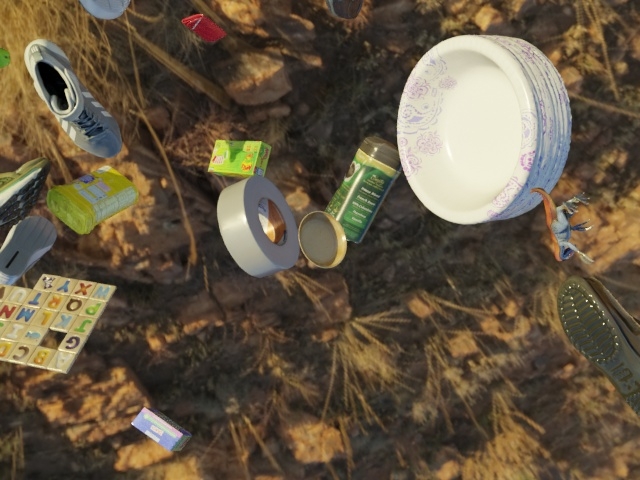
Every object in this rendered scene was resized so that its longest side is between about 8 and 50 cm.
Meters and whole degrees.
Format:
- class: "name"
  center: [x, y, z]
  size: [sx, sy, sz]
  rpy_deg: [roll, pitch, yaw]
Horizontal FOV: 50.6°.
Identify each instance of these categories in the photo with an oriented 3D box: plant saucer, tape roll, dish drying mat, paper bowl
- class: "plant saucer"
  center: [0.000, 0.000, 0.962]
  size: [0.083, 0.083, 0.015]
  rpy_deg: [9, 161, -34]
- class: "tape roll"
  center: [-0.134, -0.031, 1.500]
  size: [0.072, 0.219, 0.219]
  rpy_deg: [-20, 142, 24]
- class: "dish drying mat"
  center: [-0.155, -0.285, 0.913]
  size: [0.032, 0.008, 0.083]
  rpy_deg: [-17, 175, 12]
- class: "paper bowl"
  center: [0.263, -0.172, 1.058]
  size: [0.148, 0.284, 0.284]
  rpy_deg: [-8, 134, -32]

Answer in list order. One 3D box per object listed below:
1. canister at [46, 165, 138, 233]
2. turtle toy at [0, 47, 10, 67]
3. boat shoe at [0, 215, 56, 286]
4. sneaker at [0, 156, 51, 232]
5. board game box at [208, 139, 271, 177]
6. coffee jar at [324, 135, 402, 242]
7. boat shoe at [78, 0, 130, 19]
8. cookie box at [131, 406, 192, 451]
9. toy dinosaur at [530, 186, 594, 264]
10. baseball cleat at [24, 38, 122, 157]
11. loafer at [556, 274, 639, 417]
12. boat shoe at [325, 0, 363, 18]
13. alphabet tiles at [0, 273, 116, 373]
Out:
- class: "canister"
  center: [-0.525, -0.099, 1.574]
  size: [0.170, 0.126, 0.073]
  rpy_deg: [-41, 163, -50]
- class: "turtle toy"
  center: [-0.707, -0.364, 1.395]
  size: [0.130, 0.095, 0.066]
  rpy_deg: [-23, 166, -34]
- class: "boat shoe"
  center: [-0.795, 0.034, 1.776]
  size: [0.109, 0.302, 0.094]
  rpy_deg: [41, 114, -15]
- class: "sneaker"
  center: [-0.739, -0.092, 1.398]
  size: [0.158, 0.182, 0.410]
  rpy_deg: [-46, -179, 45]
- class: "board game box"
  center: [-0.221, -0.221, 1.840]
  size: [0.043, 0.181, 0.092]
  rpy_deg: [20, 81, -49]
- class: "coffee jar"
  center: [0.078, -0.093, 1.205]
  size: [0.079, 0.096, 0.184]
  rpy_deg: [25, 103, -16]
- class: "boat shoe"
  center: [-0.401, -0.505, 1.131]
  size: [0.119, 0.335, 0.121]
  rpy_deg: [-25, 165, 39]
- class: "cookie box"
  center: [-0.299, 0.359, 1.286]
  size: [0.040, 0.092, 0.107]
  rpy_deg: [-55, 172, -14]
- class: "toy dinosaur"
  center: [0.255, -0.014, 0.715]
  size: [0.047, 0.090, 0.082]
  rpy_deg: [-44, 158, -38]
- class: "baseball cleat"
  center: [-0.338, -0.174, 0.933]
  size: [0.072, 0.109, 0.206]
  rpy_deg: [-30, 135, 0]
- class: "loafer"
  center: [0.393, 0.135, 0.876]
  size: [0.078, 0.220, 0.080]
  rpy_deg: [-27, 168, -31]
- class: "boat shoe"
  center: [0.090, -0.601, 1.520]
  size: [0.355, 0.130, 0.132]
  rpy_deg: [80, 33, -78]
- class: "alphabet tiles"
  center: [-0.528, 0.142, 1.256]
  size: [0.237, 0.198, 0.009]
  rpy_deg: [8, 138, 11]
